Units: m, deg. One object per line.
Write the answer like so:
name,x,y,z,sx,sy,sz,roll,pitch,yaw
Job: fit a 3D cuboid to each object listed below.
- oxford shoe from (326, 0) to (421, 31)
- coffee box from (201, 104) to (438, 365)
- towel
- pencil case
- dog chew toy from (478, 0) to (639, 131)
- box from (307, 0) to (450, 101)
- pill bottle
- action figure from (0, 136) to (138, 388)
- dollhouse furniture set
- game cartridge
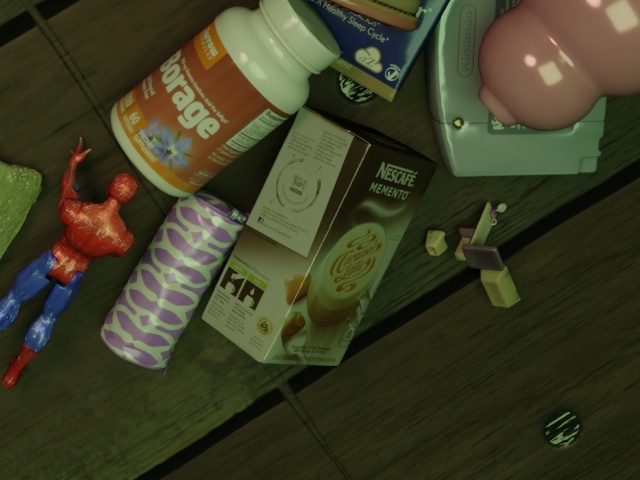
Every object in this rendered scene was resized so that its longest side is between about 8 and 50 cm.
oxford shoe,-0.034,-0.325,1.127,0.348,0.123,0.130,34,99,-7
coffee box,0.000,0.000,1.242,0.141,0.098,0.247,9,110,-55
towel,-0.359,-0.023,1.219,0.110,0.027,0.148,23,104,-38
pencil case,-0.150,0.039,1.267,0.088,0.086,0.206,26,102,-40
dog chew toy,0.290,-0.236,1.158,0.332,0.206,0.206,-41,110,11
box,0.070,-0.271,1.207,0.136,0.036,0.225,31,102,5
pill bottle,-0.091,-0.150,1.174,0.216,0.121,0.121,-38,110,17
action figure,-0.266,0.012,1.239,0.091,0.139,0.280,32,120,-21
dollhouse furniture set,0.186,0.013,1.361,0.081,0.091,0.114,-62,141,-31
game cartridge,0.211,-0.216,1.274,0.198,0.062,0.297,0,107,-7
